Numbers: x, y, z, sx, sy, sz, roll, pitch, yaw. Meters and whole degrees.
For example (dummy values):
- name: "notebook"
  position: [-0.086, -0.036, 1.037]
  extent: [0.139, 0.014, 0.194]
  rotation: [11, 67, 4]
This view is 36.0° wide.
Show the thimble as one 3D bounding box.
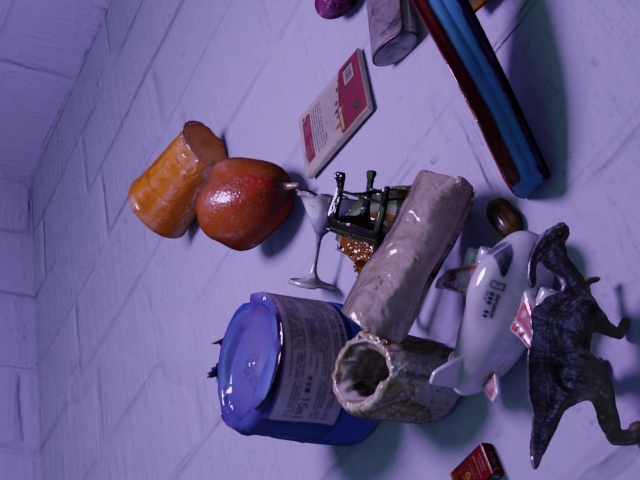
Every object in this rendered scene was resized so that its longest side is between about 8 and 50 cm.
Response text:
- name: "thimble"
  position: [0.122, 0.209, 1.503]
  extent: [0.190, 0.144, 0.137]
  rotation: [-10, 70, 58]

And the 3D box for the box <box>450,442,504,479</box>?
- name: "box"
  position: [0.222, 0.332, 1.403]
  extent: [0.082, 0.023, 0.051]
  rotation: [-55, 35, 33]

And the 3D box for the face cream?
- name: "face cream"
  position: [-0.035, 0.219, 1.693]
  extent: [0.249, 0.225, 0.248]
  rotation: [-33, 50, 51]

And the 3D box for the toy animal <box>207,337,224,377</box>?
- name: "toy animal"
  position: [-0.195, 0.259, 2.137]
  extent: [0.220, 0.062, 0.107]
  rotation: [-24, 76, 54]

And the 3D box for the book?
- name: "book"
  position: [0.027, -0.252, 1.972]
  extent: [0.232, 0.022, 0.162]
  rotation: [-47, 39, 42]

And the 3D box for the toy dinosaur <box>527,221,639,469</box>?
- name: "toy dinosaur"
  position: [0.305, 0.128, 1.196]
  extent: [0.077, 0.162, 0.294]
  rotation: [-31, 54, 52]

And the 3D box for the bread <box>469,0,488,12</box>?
- name: "bread"
  position: [0.267, -0.578, 1.562]
  extent: [0.333, 0.143, 0.323]
  rotation: [-43, 43, 45]

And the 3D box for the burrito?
- name: "burrito"
  position: [0.130, 0.031, 1.467]
  extent: [0.299, 0.105, 0.143]
  rotation: [-59, 0, -21]

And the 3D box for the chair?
- name: "chair"
  position: [0.079, 0.010, 1.583]
  extent: [0.113, 0.106, 0.229]
  rotation: [17, 104, 35]

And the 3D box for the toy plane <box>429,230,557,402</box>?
- name: "toy plane"
  position: [0.242, 0.103, 1.366]
  extent: [0.252, 0.118, 0.252]
  rotation: [-30, 53, 49]

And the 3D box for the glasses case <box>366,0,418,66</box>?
- name: "glasses case"
  position: [0.125, -0.474, 1.849]
  extent: [0.114, 0.060, 0.299]
  rotation: [-38, 47, 48]

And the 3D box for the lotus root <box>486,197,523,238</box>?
- name: "lotus root"
  position: [0.270, -0.034, 1.455]
  extent: [0.037, 0.030, 0.083]
  rotation: [-59, 35, 27]

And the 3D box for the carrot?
- name: "carrot"
  position: [-0.337, -0.152, 2.453]
  extent: [0.254, 0.196, 0.196]
  rotation: [-43, 43, 29]

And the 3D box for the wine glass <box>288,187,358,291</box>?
- name: "wine glass"
  position: [0.000, 0.000, 1.843]
  extent: [0.122, 0.122, 0.182]
  rotation: [17, 100, 61]

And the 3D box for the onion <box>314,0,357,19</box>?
- name: "onion"
  position: [0.026, -0.505, 1.994]
  extent: [0.115, 0.104, 0.115]
  rotation: [-57, -2, -3]

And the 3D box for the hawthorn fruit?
- name: "hawthorn fruit"
  position: [-0.139, -0.086, 2.050]
  extent: [0.251, 0.199, 0.199]
  rotation: [-16, 65, 42]

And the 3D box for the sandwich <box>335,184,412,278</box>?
- name: "sandwich"
  position: [0.092, -0.011, 1.705]
  extent: [0.235, 0.079, 0.159]
  rotation: [-13, 68, 58]

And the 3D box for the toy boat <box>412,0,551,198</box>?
- name: "toy boat"
  position: [0.230, -0.244, 1.464]
  extent: [0.079, 0.136, 0.392]
  rotation: [-28, 69, 19]
